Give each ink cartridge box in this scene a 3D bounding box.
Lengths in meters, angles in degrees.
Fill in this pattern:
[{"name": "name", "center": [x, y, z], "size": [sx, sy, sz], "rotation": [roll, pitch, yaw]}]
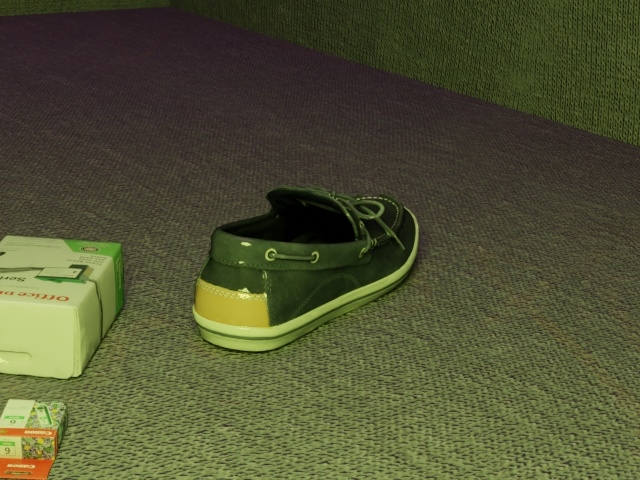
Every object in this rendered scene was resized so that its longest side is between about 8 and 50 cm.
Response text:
[{"name": "ink cartridge box", "center": [-0.341, 0.075, 1.444], "size": [0.160, 0.092, 0.219], "rotation": [4, 19, 3]}, {"name": "ink cartridge box", "center": [-0.295, 0.199, 1.199], "size": [0.063, 0.029, 0.115], "rotation": [3, 19, -3]}]

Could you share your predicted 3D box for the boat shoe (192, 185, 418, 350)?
[{"name": "boat shoe", "center": [0.000, 0.000, 1.624], "size": [0.187, 0.156, 0.500], "rotation": [12, 20, 27]}]
